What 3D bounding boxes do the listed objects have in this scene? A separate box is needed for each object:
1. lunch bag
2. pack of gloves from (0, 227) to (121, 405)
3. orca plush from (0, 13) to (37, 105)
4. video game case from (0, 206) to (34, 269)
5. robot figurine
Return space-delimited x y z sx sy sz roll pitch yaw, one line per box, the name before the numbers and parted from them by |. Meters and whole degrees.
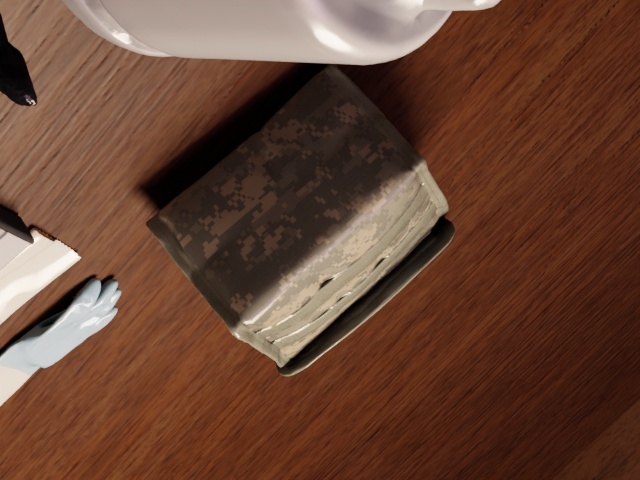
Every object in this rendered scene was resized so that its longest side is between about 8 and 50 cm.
lunch bag | 0.000 0.000 1.391 0.235 0.169 0.287 -41 160 0
pack of gloves | -0.294 0.105 1.340 0.232 0.046 0.195 -39 151 5
orca plush | -0.311 -0.077 0.937 0.287 0.102 0.151 -11 119 -38
video game case | -0.394 0.030 1.123 0.248 0.035 0.275 -40 152 7
robot figurine | -0.042 -0.211 0.883 0.300 0.353 0.199 26 77 -49
